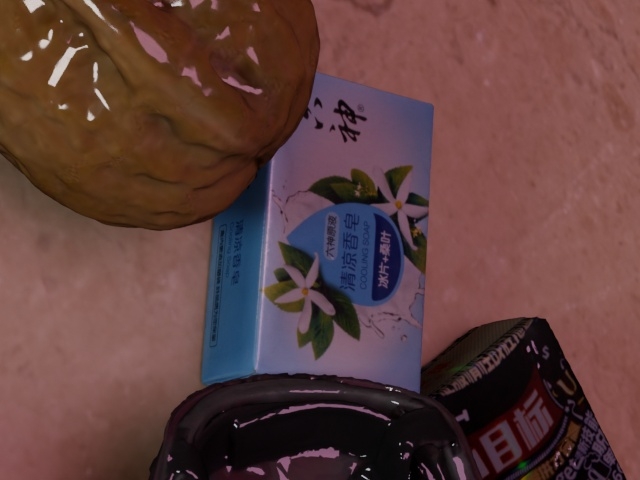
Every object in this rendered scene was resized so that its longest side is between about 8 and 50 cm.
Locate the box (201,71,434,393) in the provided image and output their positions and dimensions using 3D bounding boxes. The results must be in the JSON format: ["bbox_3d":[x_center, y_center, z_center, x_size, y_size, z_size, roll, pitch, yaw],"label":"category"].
[{"bbox_3d":[0.000,0.000,1.298,0.143,0.083,0.232,13,75,-31],"label":"box"}]

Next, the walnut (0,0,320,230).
[{"bbox_3d":[-0.129,-0.132,1.156,0.257,0.257,0.224,39,94,-22],"label":"walnut"}]

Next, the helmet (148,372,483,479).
[{"bbox_3d":[0.004,0.251,1.132,0.271,0.197,0.338,-4,46,-33],"label":"helmet"}]

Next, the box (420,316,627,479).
[{"bbox_3d":[0.152,0.238,1.352,0.198,0.084,0.310,-34,101,-34],"label":"box"}]
